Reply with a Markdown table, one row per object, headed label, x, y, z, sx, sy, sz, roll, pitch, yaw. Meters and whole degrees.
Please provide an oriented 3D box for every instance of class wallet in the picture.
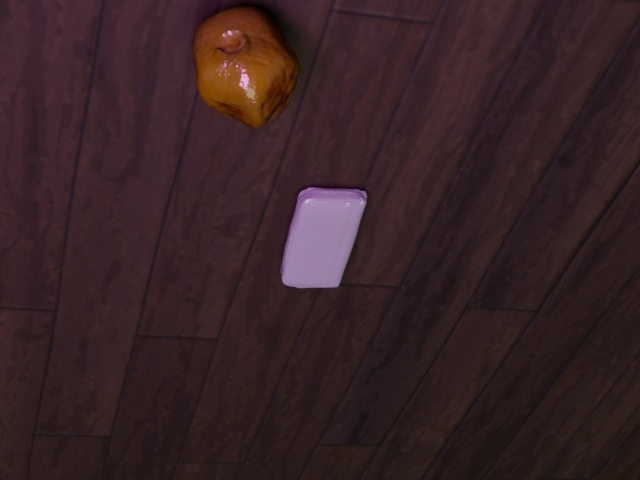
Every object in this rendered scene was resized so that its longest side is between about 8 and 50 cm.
| label | x | y | z | sx | sy | sz | roll | pitch | yaw |
| --- | --- | --- | --- | --- | --- | --- | --- | --- | --- |
| wallet | 0.000 | 0.000 | 1.507 | 0.095 | 0.033 | 0.190 | 4 | 139 | -14 |

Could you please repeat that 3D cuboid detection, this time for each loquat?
| label | x | y | z | sx | sy | sz | roll | pitch | yaw |
| --- | --- | --- | --- | --- | --- | --- | --- | --- | --- |
| loquat | -0.082 | -0.181 | 1.196 | 0.113 | 0.137 | 0.137 | -34 | 143 | -12 |
